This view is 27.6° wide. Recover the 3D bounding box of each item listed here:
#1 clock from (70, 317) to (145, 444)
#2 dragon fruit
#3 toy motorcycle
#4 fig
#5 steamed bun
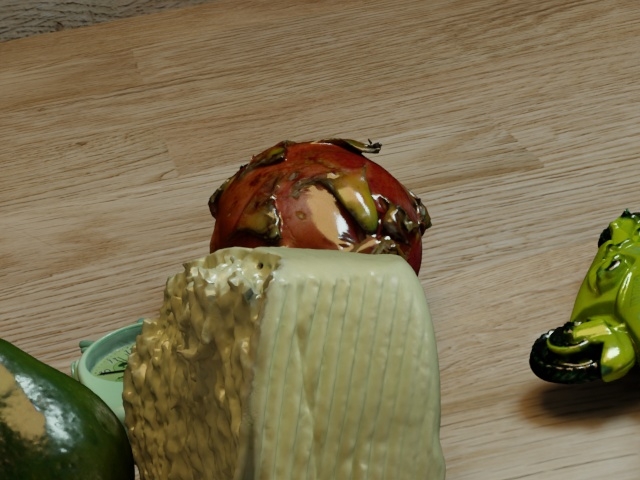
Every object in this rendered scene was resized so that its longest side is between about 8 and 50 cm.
[{"bbox_3d":[-0.187,0.143,1.409,0.159,0.066,0.211,-19,27,-21],"label":"clock"},{"bbox_3d":[0.002,0.000,1.472,0.250,0.250,0.315,-30,18,-38],"label":"dragon fruit"},{"bbox_3d":[0.356,0.049,1.356,0.206,0.142,0.342,7,31,26],"label":"toy motorcycle"},{"bbox_3d":[-0.272,0.187,1.142,0.195,0.245,0.195,-21,17,7],"label":"fig"},{"bbox_3d":[-0.048,0.136,1.146,0.273,0.290,0.272,-6,12,-41],"label":"steamed bun"}]
